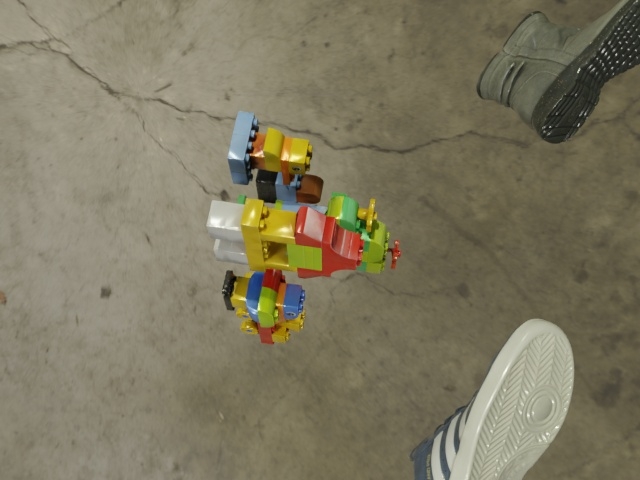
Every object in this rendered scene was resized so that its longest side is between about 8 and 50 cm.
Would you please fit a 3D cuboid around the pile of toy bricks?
[{"bbox_3d":[0.000,0.000,0.526,0.105,0.212,0.118,9,66,4],"label":"pile of toy bricks"}]

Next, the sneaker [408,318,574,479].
[{"bbox_3d":[0.191,0.249,1.029,0.131,0.148,0.350,21,94,-26],"label":"sneaker"}]

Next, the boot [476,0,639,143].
[{"bbox_3d":[0.304,-0.248,1.000,0.246,0.161,0.083,-48,133,13],"label":"boot"}]
